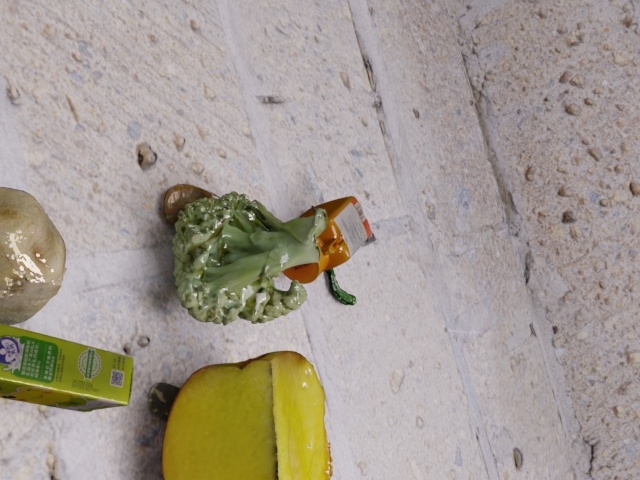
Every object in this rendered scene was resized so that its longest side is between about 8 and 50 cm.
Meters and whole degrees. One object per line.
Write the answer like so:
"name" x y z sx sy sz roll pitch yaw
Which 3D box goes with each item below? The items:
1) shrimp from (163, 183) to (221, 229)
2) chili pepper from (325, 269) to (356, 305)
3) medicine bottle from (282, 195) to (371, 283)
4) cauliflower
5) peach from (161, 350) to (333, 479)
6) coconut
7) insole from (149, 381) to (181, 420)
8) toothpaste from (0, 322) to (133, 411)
"shrimp" -0.238 -0.057 1.459 0.162 0.045 0.095 9 69 -55
"chili pepper" 0.039 0.114 1.792 0.118 0.035 0.055 52 26 -13
"medicine bottle" 0.000 0.001 1.676 0.222 0.149 0.112 -45 114 -52
"cauliflower" -0.127 0.047 1.381 0.327 0.281 0.260 -44 140 -47
"peach" -0.110 0.389 1.285 0.306 0.242 0.380 22 56 -70
"coconut" -0.435 0.026 1.019 0.194 0.194 0.194 27 56 -47
"insole" -0.215 0.312 1.367 0.248 0.011 0.081 33 50 -44
"toothpaste" -0.418 0.174 1.051 0.327 0.110 0.077 27 58 -47
